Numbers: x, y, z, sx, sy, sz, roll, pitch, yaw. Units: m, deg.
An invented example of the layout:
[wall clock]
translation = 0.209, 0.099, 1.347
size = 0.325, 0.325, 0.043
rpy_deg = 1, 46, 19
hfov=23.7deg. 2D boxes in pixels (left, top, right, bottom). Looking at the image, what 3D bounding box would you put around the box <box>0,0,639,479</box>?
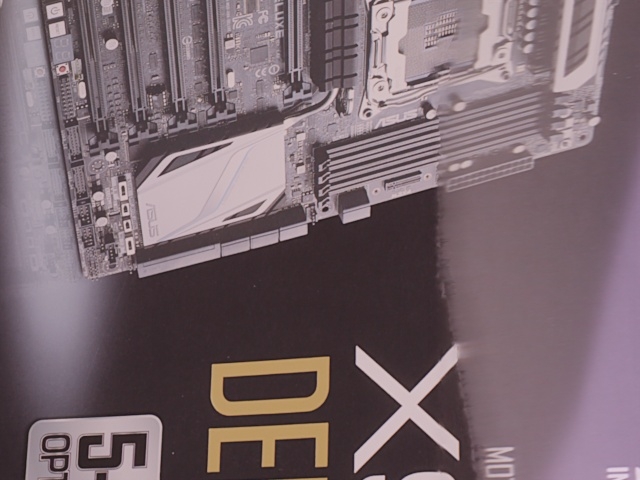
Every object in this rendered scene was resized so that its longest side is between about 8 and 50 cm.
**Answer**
[box]
translation = 0.000, 0.000, 0.452
size = 0.242, 0.076, 0.307
rpy_deg = -5, 71, 19
